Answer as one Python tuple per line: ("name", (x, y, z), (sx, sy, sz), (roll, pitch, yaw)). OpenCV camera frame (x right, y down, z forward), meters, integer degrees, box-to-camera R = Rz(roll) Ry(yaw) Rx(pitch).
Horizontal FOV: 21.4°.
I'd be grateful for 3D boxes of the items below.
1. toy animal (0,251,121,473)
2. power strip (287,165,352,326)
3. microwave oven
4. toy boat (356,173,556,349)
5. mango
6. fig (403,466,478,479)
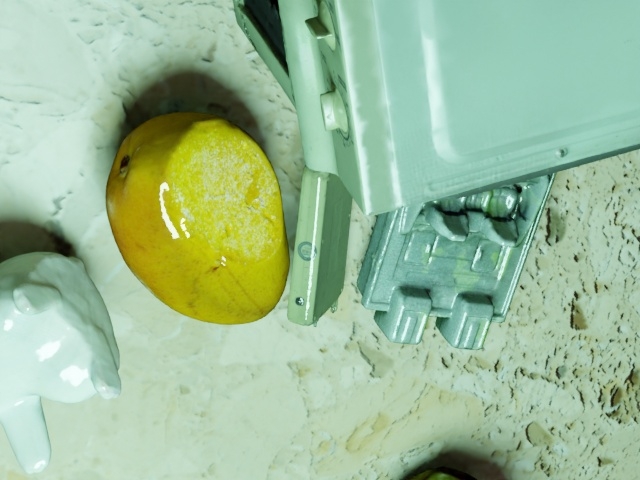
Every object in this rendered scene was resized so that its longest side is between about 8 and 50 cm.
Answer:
("toy animal", (-0.291, 0.130, 1.379), (0.282, 0.138, 0.140), (-41, 126, 8))
("power strip", (0.000, 0.000, 1.443), (0.028, 0.076, 0.169), (15, 117, 18))
("microwave oven", (0.088, -0.194, 1.195), (0.286, 0.355, 0.218), (-14, 121, -11))
("toy boat", (0.135, -0.058, 1.440), (0.141, 0.092, 0.319), (6, 115, -23))
("mango", (-0.096, -0.013, 1.390), (0.141, 0.102, 0.217), (-48, 130, -19))
("fig", (0.118, 0.298, 1.597), (0.154, 0.165, 0.144), (-23, 164, 28))
